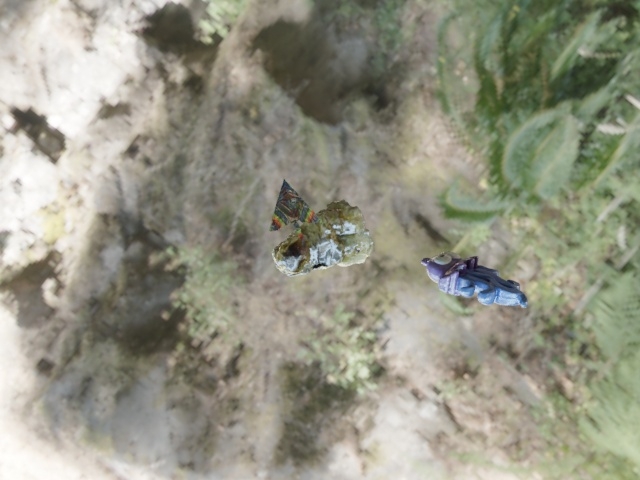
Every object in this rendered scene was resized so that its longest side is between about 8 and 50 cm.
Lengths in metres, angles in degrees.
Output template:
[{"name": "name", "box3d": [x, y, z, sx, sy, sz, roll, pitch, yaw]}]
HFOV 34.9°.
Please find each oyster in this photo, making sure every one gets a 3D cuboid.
[{"name": "oyster", "box3d": [-0.003, 0.015, 2.220, 0.161, 0.233, 0.107, 68, -158, -14]}]

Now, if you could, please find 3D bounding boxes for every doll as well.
[{"name": "doll", "box3d": [0.255, 0.066, 1.691, 0.206, 0.067, 0.110, 22, -153, 30]}]

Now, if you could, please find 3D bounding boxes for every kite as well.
[{"name": "kite", "box3d": [-0.037, -0.035, 1.306, 0.122, 0.004, 0.090, -21, -86, -57]}]
